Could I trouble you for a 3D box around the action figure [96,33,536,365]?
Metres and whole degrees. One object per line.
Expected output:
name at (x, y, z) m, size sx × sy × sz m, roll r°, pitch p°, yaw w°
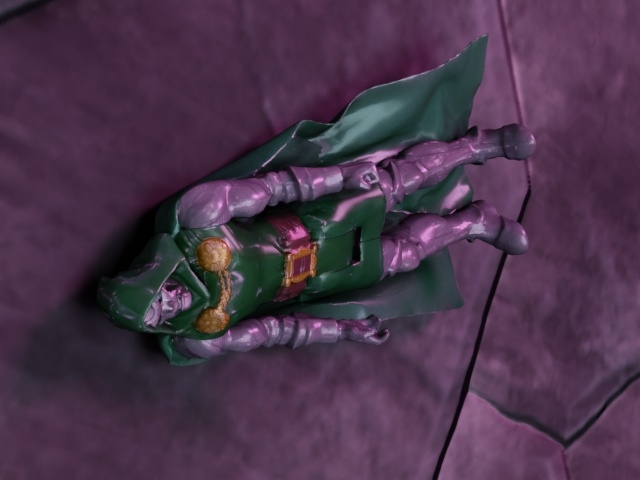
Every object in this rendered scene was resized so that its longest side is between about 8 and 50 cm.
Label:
action figure at (0.000, 0.000, 0.763) m, size 0.232 × 0.063 × 0.137 m, roll -19°, pitch 117°, yaw -40°
